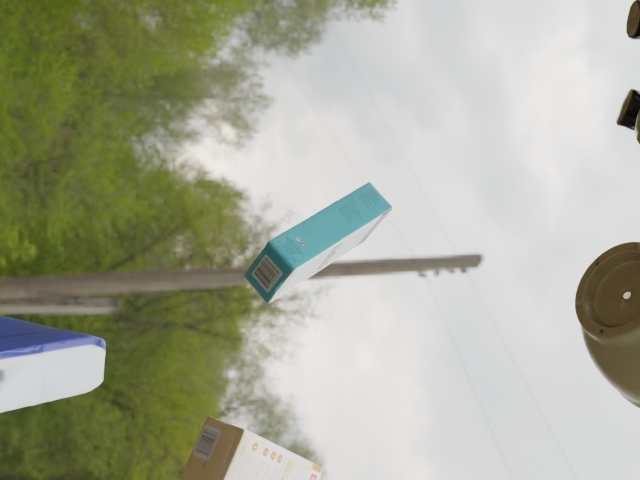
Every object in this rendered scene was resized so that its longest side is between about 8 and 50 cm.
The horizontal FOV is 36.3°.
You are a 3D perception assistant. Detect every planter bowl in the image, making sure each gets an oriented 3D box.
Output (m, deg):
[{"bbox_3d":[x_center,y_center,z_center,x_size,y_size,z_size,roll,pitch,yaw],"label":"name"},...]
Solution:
[{"bbox_3d":[0.304,0.066,0.894,0.162,0.109,0.162,-34,-140,34],"label":"planter bowl"}]

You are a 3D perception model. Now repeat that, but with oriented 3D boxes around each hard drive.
[{"bbox_3d":[-0.333,0.066,0.642,0.319,0.210,0.040,8,-84,30],"label":"hard drive"}]

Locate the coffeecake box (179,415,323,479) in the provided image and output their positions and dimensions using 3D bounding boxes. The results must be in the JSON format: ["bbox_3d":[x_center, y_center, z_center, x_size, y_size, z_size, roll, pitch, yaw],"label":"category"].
[{"bbox_3d":[-0.094,0.321,1.229,0.068,0.185,0.142,11,-109,39],"label":"coffeecake box"}]

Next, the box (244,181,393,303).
[{"bbox_3d":[0.000,0.000,1.502,0.060,0.244,0.100,49,-43,10],"label":"box"}]

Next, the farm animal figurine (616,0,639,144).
[{"bbox_3d":[0.255,-0.202,0.433,0.326,0.172,0.330,-80,-178,-55],"label":"farm animal figurine"}]
